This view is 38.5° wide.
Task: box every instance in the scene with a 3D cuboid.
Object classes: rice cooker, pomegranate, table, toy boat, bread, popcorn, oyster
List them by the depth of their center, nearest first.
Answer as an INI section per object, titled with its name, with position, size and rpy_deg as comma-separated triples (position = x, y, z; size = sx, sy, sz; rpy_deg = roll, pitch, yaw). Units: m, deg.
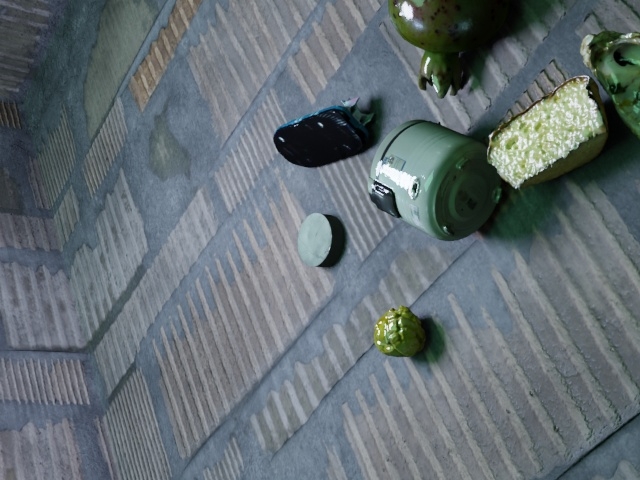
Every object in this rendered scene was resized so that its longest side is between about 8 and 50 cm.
[oyster]
position = 0.564, -0.242, 1.563
size = 0.166, 0.094, 0.294
rpy_deg = -25, 83, 43
[bread]
position = 0.437, -0.192, 1.670
size = 0.260, 0.134, 0.129
rpy_deg = -37, 67, 46
[rice cooker]
position = 0.226, -0.122, 1.856
size = 0.244, 0.226, 0.226
rpy_deg = 34, 111, 45
[pomegranate]
position = 0.275, -0.454, 1.876
size = 0.242, 0.306, 0.242
rpy_deg = -19, 34, 13
[popcorn]
position = 0.173, 0.199, 1.968
size = 0.116, 0.106, 0.120
rpy_deg = -82, 15, -63
[toy boat]
position = 0.006, -0.269, 2.251
size = 0.299, 0.134, 0.092
rpy_deg = -10, 40, 52
[table]
position = 0.000, 0.000, 2.252
size = 0.133, 0.043, 0.133
rpy_deg = -10, 78, 50
